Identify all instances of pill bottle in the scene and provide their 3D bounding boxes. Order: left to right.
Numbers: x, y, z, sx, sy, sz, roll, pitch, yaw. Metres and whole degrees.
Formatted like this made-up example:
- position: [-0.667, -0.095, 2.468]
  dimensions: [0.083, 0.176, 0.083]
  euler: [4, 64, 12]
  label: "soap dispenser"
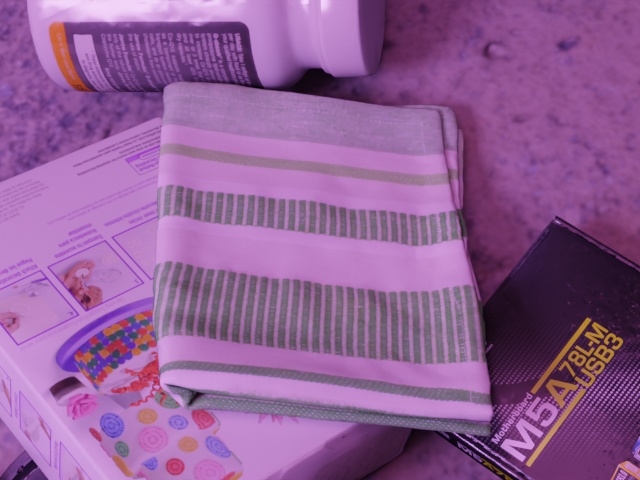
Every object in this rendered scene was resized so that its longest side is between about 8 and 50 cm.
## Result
- position: [-0.092, -0.204, 1.222]
  dimensions: [0.278, 0.162, 0.162]
  euler: [2, 64, 12]
  label: "pill bottle"

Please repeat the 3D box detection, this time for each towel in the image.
- position: [0.000, 0.000, 1.080]
  dimensions: [0.248, 0.038, 0.325]
  euler: [5, 45, -8]
  label: "towel"

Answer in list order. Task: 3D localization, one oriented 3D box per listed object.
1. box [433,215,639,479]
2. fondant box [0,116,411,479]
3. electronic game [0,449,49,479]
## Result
- position: [0.194, 0.103, 1.069]
  dimensions: [0.184, 0.045, 0.191]
  euler: [35, 75, 21]
  label: "box"
- position: [-0.121, 0.073, 1.072]
  dimensions: [0.238, 0.096, 0.330]
  euler: [-27, 57, -32]
  label: "fondant box"
- position: [-0.160, 0.237, 1.071]
  dimensions: [0.229, 0.048, 0.229]
  euler: [-7, 65, 16]
  label: "electronic game"
